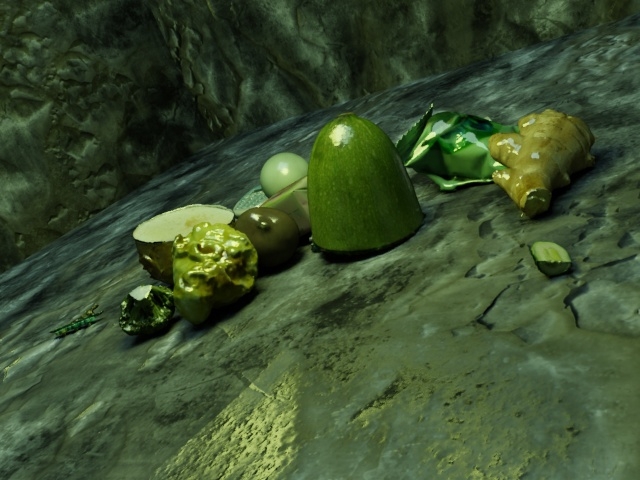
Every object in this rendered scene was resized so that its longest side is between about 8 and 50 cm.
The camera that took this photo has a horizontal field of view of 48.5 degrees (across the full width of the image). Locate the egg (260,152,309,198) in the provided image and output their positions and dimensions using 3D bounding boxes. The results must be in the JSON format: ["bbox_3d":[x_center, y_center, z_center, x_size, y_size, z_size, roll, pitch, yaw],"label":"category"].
[{"bbox_3d":[-0.117,-0.210,2.440,0.182,0.183,0.264,-25,10,-7],"label":"egg"}]

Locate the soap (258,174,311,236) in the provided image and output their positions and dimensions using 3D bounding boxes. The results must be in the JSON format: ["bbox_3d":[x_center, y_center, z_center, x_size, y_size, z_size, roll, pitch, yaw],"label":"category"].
[{"bbox_3d":[-0.062,-0.093,2.067,0.199,0.138,0.182,-25,13,41],"label":"soap"}]

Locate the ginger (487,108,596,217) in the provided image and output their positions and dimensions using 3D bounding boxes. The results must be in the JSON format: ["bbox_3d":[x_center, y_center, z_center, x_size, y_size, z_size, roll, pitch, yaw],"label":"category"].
[{"bbox_3d":[0.506,-0.206,1.689,0.375,0.236,0.166,-30,-25,-48],"label":"ginger"}]

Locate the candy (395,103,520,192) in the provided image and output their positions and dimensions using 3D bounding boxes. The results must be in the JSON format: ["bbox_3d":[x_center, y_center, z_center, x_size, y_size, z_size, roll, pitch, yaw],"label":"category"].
[{"bbox_3d":[0.438,-0.257,1.946,0.397,0.172,0.263,8,43,25],"label":"candy"}]

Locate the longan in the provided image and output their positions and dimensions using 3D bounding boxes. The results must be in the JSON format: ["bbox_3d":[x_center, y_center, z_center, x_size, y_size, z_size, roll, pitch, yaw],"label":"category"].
[{"bbox_3d":[-0.146,-0.009,1.939,0.189,0.189,0.189,-21,18,7],"label":"longan"}]

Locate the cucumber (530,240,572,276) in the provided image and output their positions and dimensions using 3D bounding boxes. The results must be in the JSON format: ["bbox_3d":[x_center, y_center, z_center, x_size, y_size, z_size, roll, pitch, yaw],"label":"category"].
[{"bbox_3d":[0.432,0.033,1.344,0.067,0.035,0.107,0,21,9],"label":"cucumber"}]

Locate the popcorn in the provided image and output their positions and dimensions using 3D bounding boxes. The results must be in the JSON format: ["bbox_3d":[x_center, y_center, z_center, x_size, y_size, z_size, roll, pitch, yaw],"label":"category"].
[{"bbox_3d":[-0.266,0.070,1.816,0.225,0.174,0.286,-20,36,2],"label":"popcorn"}]

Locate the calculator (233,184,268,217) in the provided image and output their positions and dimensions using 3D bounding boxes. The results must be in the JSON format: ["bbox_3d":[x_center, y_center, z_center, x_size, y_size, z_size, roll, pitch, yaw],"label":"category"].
[{"bbox_3d":[-0.218,-0.166,2.660,0.188,0.042,0.303,-12,21,32],"label":"calculator"}]

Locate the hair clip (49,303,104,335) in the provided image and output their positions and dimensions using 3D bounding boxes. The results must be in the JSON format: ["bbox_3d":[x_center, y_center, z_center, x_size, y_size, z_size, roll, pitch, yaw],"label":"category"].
[{"bbox_3d":[-0.723,0.245,2.105,0.172,0.049,0.049,-27,18,3],"label":"hair clip"}]

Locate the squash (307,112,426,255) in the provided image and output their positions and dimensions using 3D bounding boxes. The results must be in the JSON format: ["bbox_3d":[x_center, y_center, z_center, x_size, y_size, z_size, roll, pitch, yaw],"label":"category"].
[{"bbox_3d":[0.092,-0.162,1.813,0.310,0.309,0.310,-13,23,6],"label":"squash"}]

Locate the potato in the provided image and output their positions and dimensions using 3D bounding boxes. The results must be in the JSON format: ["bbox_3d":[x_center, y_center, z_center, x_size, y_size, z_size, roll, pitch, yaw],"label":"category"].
[{"bbox_3d":[-0.379,0.025,2.091,0.299,0.196,0.246,-11,28,0],"label":"potato"}]

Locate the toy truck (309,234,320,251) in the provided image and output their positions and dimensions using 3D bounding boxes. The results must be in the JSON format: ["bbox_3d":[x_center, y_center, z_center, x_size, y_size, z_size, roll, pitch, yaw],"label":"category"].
[{"bbox_3d":[0.000,0.000,1.945,0.044,0.039,0.083,5,30,23],"label":"toy truck"}]

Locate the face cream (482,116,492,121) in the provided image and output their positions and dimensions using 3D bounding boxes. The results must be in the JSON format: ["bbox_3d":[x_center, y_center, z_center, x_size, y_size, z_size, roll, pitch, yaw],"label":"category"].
[{"bbox_3d":[0.424,-0.310,2.243,0.250,0.077,0.077,-23,18,0],"label":"face cream"}]

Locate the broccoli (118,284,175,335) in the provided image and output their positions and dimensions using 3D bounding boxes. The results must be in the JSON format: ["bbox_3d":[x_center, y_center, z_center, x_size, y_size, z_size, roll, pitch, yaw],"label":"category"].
[{"bbox_3d":[-0.444,0.174,1.841,0.162,0.138,0.146,-12,50,-7],"label":"broccoli"}]
